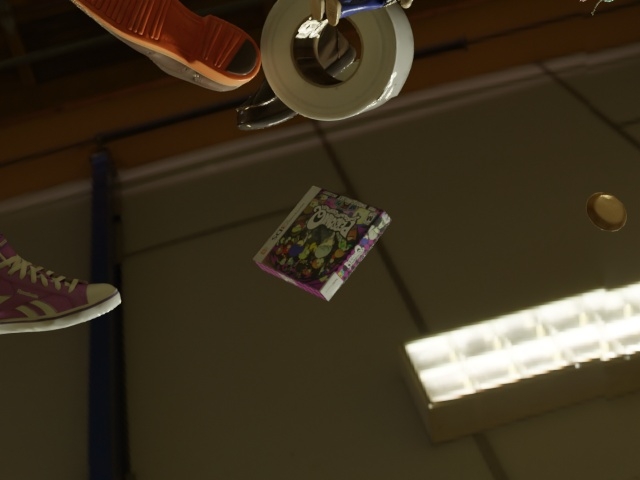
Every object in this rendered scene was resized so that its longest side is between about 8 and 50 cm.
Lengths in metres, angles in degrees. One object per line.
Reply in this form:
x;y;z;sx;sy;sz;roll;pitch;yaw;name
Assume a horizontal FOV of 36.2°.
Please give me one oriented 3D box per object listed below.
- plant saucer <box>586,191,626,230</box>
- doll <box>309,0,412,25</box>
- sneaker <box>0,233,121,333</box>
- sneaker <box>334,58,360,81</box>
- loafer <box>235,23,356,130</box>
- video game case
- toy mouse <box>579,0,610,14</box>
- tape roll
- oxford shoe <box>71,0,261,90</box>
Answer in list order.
0.555;-0.058;1.892;0.083;0.083;0.015;15;-142;40;plant saucer
0.082;-0.354;1.397;0.189;0.046;0.129;-27;-143;-28;doll
-0.482;0.066;1.629;0.282;0.161;0.102;-7;-168;-6;sneaker
0.070;-0.413;2.404;0.212;0.094;0.080;-41;-159;-14;sneaker
-0.073;-0.372;2.171;0.133;0.130;0.366;-1;-143;46;loafer
0.000;0.000;1.973;0.210;0.042;0.232;-51;-140;-13;video game case
0.579;-0.529;2.048;0.161;0.031;0.143;-5;-110;33;toy mouse
0.033;-0.341;1.740;0.246;0.246;0.169;-3;-170;17;tape roll
-0.284;-0.348;1.636;0.132;0.363;0.130;-25;-141;59;oxford shoe
